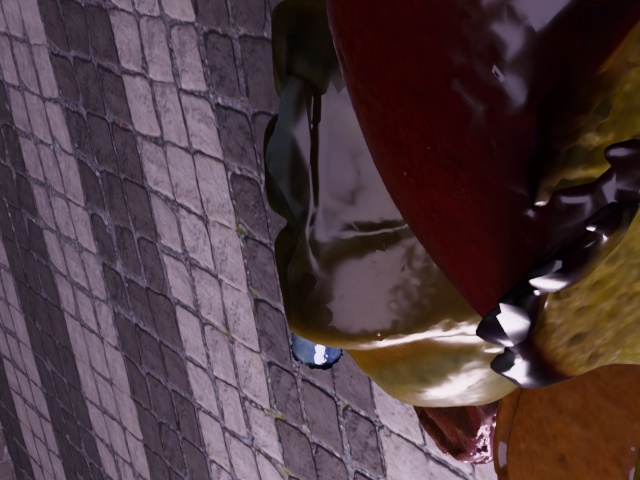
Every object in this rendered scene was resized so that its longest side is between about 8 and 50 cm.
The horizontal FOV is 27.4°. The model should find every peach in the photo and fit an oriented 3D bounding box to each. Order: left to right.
[{"bbox_3d":[0.179,-0.113,0.649,0.353,0.339,0.416,-132,28,-65],"label":"peach"}]

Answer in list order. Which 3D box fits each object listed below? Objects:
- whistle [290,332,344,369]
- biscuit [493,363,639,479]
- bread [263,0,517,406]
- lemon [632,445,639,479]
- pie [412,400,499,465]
[{"bbox_3d":[0.000,0.000,1.327,0.062,0.062,0.304,42,143,40],"label":"whistle"},{"bbox_3d":[0.267,0.207,0.940,0.455,0.078,0.350,62,142,22],"label":"biscuit"},{"bbox_3d":[0.059,-0.040,0.977,0.300,0.210,0.341,32,122,58],"label":"bread"},{"bbox_3d":[0.304,0.146,0.589,0.336,0.336,0.336,40,141,42],"label":"lemon"},{"bbox_3d":[0.122,0.117,1.191,0.182,0.049,0.182,165,90,-72],"label":"pie"}]
